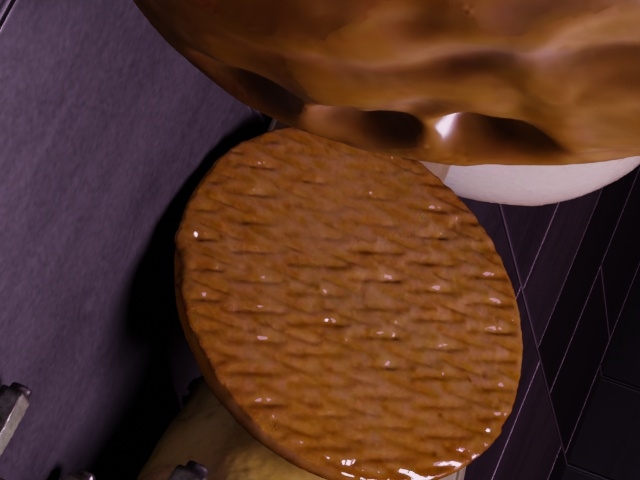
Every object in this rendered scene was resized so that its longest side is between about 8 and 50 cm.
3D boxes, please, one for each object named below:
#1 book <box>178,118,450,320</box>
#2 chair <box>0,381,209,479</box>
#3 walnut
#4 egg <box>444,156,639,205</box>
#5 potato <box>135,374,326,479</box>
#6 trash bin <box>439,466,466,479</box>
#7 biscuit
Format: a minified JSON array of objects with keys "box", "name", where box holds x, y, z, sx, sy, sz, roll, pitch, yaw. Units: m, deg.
[{"box":[0.000,0.000,1.074,0.016,0.138,0.198,-10,-127,64],"name":"book"},{"box":[-0.164,0.234,0.814,0.270,0.136,0.147,-59,156,-23],"name":"chair"},{"box":[0.073,-0.186,0.676,0.354,0.398,0.308,18,80,-75],"name":"walnut"},{"box":[0.220,-0.164,1.299,0.337,0.201,0.337,19,90,-88],"name":"egg"},{"box":[-0.061,0.237,0.996,0.266,0.229,0.229,-56,156,-37],"name":"potato"},{"box":[0.027,0.286,1.410,0.247,0.121,0.243,-42,146,-50],"name":"trash bin"},{"box":[0.019,0.042,1.011,0.037,0.262,0.262,-41,-169,51],"name":"biscuit"}]
